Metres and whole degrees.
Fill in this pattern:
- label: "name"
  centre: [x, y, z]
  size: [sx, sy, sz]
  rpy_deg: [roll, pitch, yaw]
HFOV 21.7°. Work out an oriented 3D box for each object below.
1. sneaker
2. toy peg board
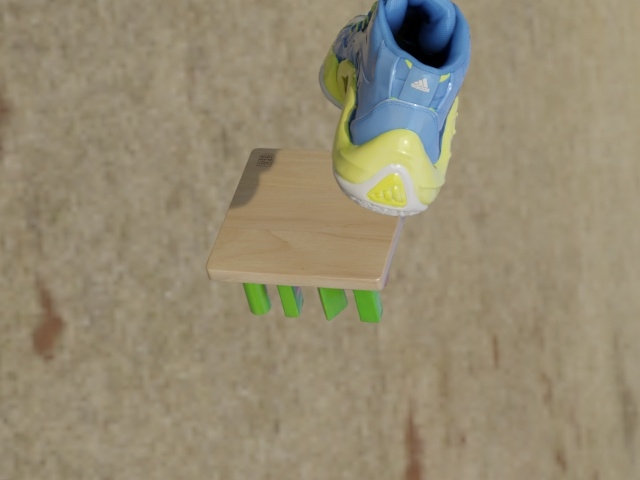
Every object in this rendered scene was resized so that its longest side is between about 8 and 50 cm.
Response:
- label: "sneaker"
  centre: [0.059, -0.119, 1.074]
  size: [0.240, 0.091, 0.126]
  rpy_deg: [-96, -158, -57]
- label: "toy peg board"
  centre: [0.000, 0.000, 1.516]
  size: [0.079, 0.161, 0.160]
  rpy_deg: [77, 23, -44]
